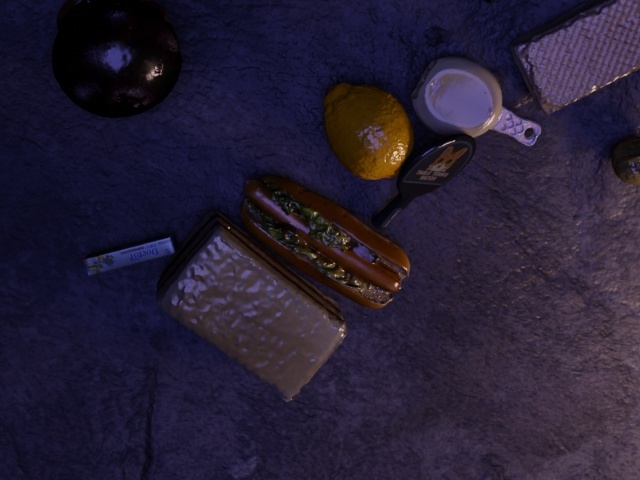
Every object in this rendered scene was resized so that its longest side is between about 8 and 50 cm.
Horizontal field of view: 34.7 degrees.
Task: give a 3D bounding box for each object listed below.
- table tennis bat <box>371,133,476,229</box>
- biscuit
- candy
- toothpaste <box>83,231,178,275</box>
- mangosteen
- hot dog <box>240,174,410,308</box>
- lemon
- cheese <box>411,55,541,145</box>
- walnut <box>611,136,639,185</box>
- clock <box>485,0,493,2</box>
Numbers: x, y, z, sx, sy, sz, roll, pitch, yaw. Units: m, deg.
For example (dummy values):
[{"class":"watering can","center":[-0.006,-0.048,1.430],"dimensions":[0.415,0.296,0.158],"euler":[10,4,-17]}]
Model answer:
[{"class":"table tennis bat","center":[0.172,-0.101,1.756],"dimensions":[0.236,0.150,0.027],"euler":[-46,62,29]},{"class":"biscuit","center":[0.530,-0.365,1.693],"dimensions":[0.426,0.078,0.144],"euler":[-26,105,6]},{"class":"candy","center":[-0.117,0.115,1.780],"dimensions":[0.321,0.135,0.179],"euler":[39,100,-20]},{"class":"toothpaste","center":[-0.335,0.024,1.812],"dimensions":[0.164,0.046,0.034],"euler":[-14,103,4]},{"class":"mangosteen","center":[-0.326,-0.322,1.639],"dimensions":[0.211,0.211,0.250],"euler":[-8,77,1]},{"class":"hot dog","center":[0.000,0.000,1.782],"dimensions":[0.337,0.100,0.135],"euler":[33,104,-11]},{"class":"lemon","center":[0.077,-0.186,1.707],"dimensions":[0.142,0.142,0.187],"euler":[-38,91,10]},{"class":"cheese","center":[0.269,-0.223,1.740],"dimensions":[0.227,0.064,0.137],"euler":[24,107,-9]},{"class":"walnut","center":[0.546,-0.137,1.763],"dimensions":[0.092,0.092,0.092],"euler":[0,107,-1]},{"class":"clock","center":[0.329,-0.500,1.523],"dimensions":[0.067,0.325,0.325],"euler":[36,103,-4]}]
